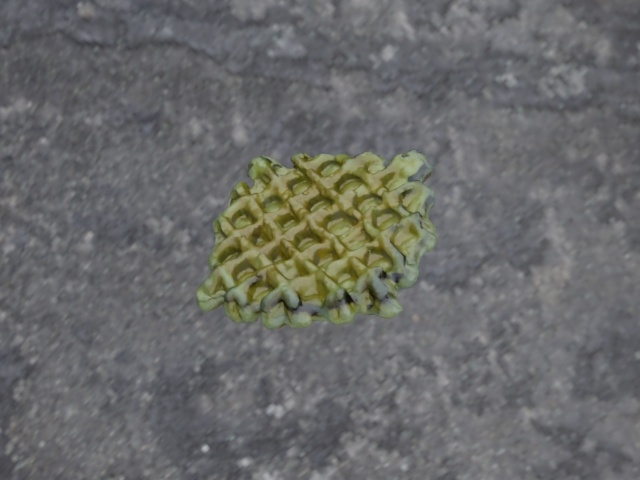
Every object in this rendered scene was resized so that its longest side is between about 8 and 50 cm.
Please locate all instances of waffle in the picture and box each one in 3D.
[{"bbox_3d":[0.001,0.002,1.360,0.054,0.223,0.204,69,29,-43],"label":"waffle"}]
